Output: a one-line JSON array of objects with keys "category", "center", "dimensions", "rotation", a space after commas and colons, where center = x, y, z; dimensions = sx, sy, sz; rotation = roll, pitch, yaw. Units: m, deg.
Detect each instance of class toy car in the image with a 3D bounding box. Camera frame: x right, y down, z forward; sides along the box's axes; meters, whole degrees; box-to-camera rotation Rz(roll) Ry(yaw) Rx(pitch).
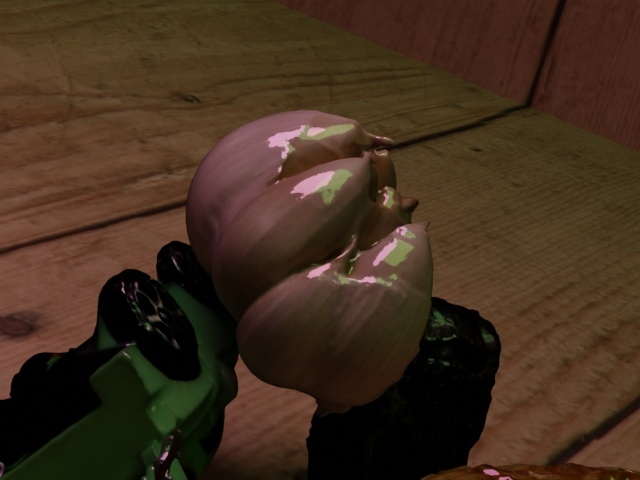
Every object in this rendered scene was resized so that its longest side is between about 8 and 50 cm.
[{"category": "toy car", "center": [-0.164, 0.141, 1.366], "dimensions": [0.176, 0.213, 0.359], "rotation": [52, 14, -1]}]

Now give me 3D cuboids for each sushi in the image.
[{"category": "sushi", "center": [0.065, 0.153, 1.473], "dimensions": [0.127, 0.225, 0.124], "rotation": [15, 8, -23]}]

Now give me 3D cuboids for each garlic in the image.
[{"category": "garlic", "center": [-0.013, -0.010, 1.403], "dimensions": [0.185, 0.203, 0.281], "rotation": [31, 24, -24]}]

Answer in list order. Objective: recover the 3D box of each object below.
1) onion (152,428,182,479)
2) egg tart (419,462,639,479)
[{"category": "onion", "center": [-0.123, 0.253, 0.971], "dimensions": [0.273, 0.285, 0.273], "rotation": [30, 29, -18]}, {"category": "egg tart", "center": [0.234, 0.312, 1.247], "dimensions": [0.443, 0.178, 0.443], "rotation": [14, 17, -4]}]
